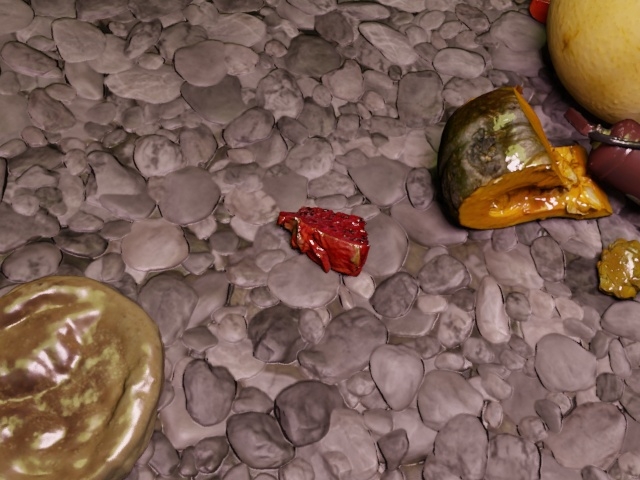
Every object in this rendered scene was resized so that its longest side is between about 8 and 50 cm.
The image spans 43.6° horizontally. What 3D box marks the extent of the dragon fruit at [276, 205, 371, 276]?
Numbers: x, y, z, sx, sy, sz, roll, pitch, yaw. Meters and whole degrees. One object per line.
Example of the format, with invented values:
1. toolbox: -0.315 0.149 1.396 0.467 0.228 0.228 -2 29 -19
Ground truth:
1. dragon fruit: 0.000 0.003 1.110 0.131 0.063 0.097 11 28 -1

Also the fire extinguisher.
1. fire extinguisher: 0.504 -0.088 1.165 0.341 0.141 0.105 35 104 0

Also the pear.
1. pear: 0.514 -0.324 1.188 0.348 0.348 0.349 3 61 -6

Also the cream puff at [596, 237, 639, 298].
1. cream puff: 0.432 0.042 1.136 0.058 0.083 0.083 18 32 -50

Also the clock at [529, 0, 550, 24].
1. clock: 0.431 -0.442 1.402 0.113 0.061 0.155 18 64 3

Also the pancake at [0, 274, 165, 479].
1. pancake: -0.322 0.174 0.965 0.294 0.049 0.295 4 62 -7

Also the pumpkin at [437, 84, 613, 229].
1. pumpkin: 0.303 -0.116 1.127 0.280 0.190 0.139 -7 61 -12
